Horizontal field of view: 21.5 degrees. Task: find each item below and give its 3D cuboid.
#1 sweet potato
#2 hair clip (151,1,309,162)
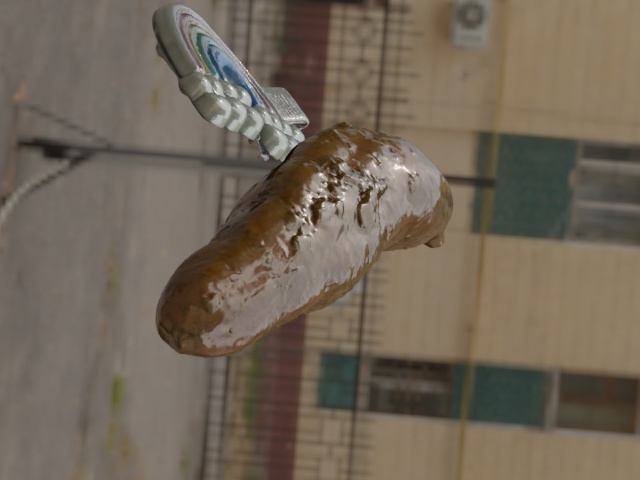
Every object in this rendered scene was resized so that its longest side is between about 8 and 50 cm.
[{"bbox_3d":[0.001,-0.015,1.052,0.354,0.095,0.106,-23,113,-61],"label":"sweet potato"},{"bbox_3d":[-0.073,-0.112,1.273,0.140,0.054,0.220,58,12,22],"label":"hair clip"}]
